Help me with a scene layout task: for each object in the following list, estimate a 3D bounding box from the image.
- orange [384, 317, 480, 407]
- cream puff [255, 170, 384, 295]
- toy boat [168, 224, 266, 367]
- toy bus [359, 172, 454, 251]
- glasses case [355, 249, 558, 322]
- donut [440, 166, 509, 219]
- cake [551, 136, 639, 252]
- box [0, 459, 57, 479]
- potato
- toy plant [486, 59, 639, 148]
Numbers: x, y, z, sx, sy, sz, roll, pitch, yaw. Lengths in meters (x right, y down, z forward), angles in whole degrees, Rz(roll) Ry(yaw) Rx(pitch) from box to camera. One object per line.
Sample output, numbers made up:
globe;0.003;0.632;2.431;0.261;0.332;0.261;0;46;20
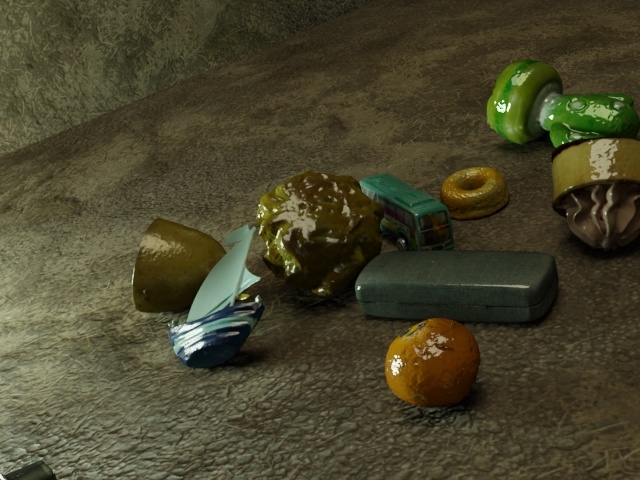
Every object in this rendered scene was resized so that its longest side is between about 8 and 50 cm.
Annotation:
orange;0.156;0.172;1.258;0.135;0.118;0.135;-28;-3;-2
cream puff;0.000;-0.013;1.647;0.244;0.244;0.196;-22;-6;-15
toy boat;-0.169;0.078;1.577;0.220;0.067;0.291;-23;43;33
toy bus;0.158;-0.049;1.751;0.091;0.109;0.261;-17;24;-20
glasses case;0.217;0.072;1.487;0.323;0.074;0.131;0;29;30
donut;0.305;-0.097;1.825;0.151;0.058;0.152;-13;27;7
cake;0.484;-0.065;1.547;0.185;0.178;0.208;5;-10;-2
box;-0.388;0.348;1.239;0.063;0.085;0.060;-23;24;-31
potato;-0.251;0.054;1.720;0.157;0.178;0.203;7;4;11
toy plant;0.535;-0.270;1.969;0.224;0.185;0.315;-36;47;-29
